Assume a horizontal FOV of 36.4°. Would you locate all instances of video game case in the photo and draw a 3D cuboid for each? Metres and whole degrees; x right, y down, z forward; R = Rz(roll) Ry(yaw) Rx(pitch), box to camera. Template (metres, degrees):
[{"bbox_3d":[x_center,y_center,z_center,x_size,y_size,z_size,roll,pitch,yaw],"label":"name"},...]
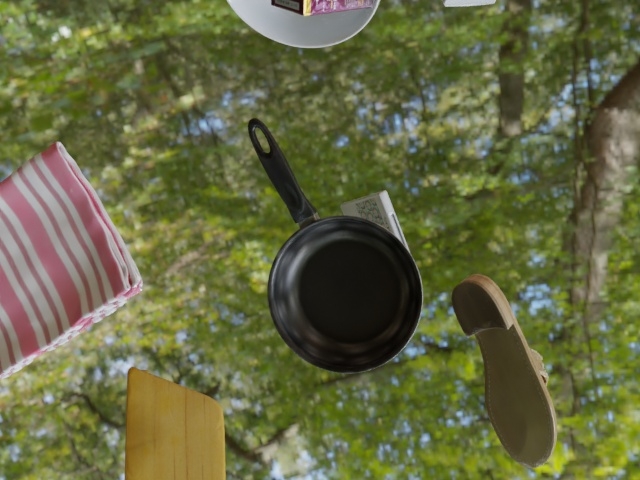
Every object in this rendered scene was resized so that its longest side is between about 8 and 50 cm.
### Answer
[{"bbox_3d":[0.093,-0.004,1.590,0.019,0.143,0.157,-23,-176,-22],"label":"video game case"}]

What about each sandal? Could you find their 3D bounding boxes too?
[{"bbox_3d":[0.231,0.140,1.131,0.088,0.240,0.079,-13,-166,43],"label":"sandal"}]

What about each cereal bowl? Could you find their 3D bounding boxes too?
[{"bbox_3d":[-0.030,-0.554,1.907,0.338,0.339,0.141,-2,-135,23],"label":"cereal bowl"}]

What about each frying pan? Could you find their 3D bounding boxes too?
[{"bbox_3d":[-0.017,0.024,1.222,0.197,0.326,0.053,-50,172,13],"label":"frying pan"}]

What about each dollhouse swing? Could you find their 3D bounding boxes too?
[{"bbox_3d":[-0.099,0.352,1.266,0.304,0.347,0.315,0,-119,-8],"label":"dollhouse swing"}]

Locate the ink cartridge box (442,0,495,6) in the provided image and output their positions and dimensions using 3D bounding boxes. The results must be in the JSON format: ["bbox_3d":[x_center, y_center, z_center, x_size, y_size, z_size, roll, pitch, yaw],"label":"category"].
[{"bbox_3d":[0.189,-0.429,1.292,0.082,0.140,0.191,-5,-120,-15],"label":"ink cartridge box"}]

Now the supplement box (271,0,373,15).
[{"bbox_3d":[0.002,-0.238,0.906,0.083,0.043,0.055,-16,-150,-33],"label":"supplement box"}]

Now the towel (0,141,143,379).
[{"bbox_3d":[-0.256,0.027,0.814,0.197,0.144,0.029,-32,176,15],"label":"towel"}]
